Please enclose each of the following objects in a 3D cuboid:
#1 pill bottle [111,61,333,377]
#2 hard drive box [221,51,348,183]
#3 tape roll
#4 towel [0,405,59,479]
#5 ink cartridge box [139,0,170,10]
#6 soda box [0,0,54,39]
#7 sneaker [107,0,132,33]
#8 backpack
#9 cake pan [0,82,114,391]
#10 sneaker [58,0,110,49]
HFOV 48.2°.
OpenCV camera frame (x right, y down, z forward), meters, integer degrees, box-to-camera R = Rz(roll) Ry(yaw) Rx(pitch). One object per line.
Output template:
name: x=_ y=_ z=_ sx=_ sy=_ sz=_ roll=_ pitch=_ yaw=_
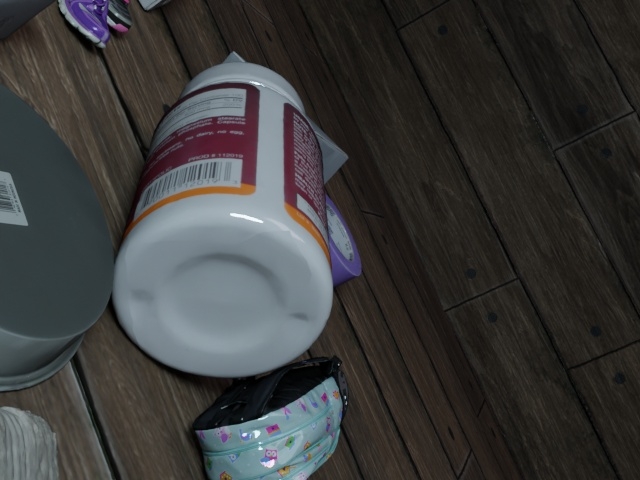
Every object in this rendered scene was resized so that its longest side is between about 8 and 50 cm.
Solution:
pill bottle: x=-0.105 y=-0.050 z=0.855 sx=0.224 sy=0.224 sz=0.392 roll=53 pitch=19 yaw=-31
hard drive box: x=-0.079 y=-0.217 z=1.318 sx=0.232 sy=0.089 sz=0.181 roll=47 pitch=11 yaw=22
tape roll: x=0.000 y=0.000 z=1.378 sx=0.189 sy=0.080 sz=0.189 roll=56 pitch=16 yaw=-25
towel: x=-0.162 y=0.218 z=0.338 sx=0.187 sy=0.049 sz=0.283 roll=112 pitch=-28 yaw=-70
ink cartridge box: x=-0.304 y=-0.518 z=1.217 sx=0.219 sy=0.092 sz=0.160 roll=57 pitch=17 yaw=-18
soda box: x=-0.340 y=-0.225 z=0.613 sx=0.091 sy=0.098 sz=0.286 roll=58 pitch=16 yaw=-13
sneaker: x=-0.299 y=-0.382 z=1.043 sx=0.063 sy=0.074 sz=0.171 roll=31 pitch=36 yaw=-63
backpack: x=-0.052 y=0.203 z=0.775 sx=0.115 sy=0.151 sz=0.182 roll=68 pitch=21 yaw=2
cake pan: x=-0.274 y=-0.025 z=0.583 sx=0.293 sy=0.054 sz=0.293 roll=55 pitch=18 yaw=-27
sneaker: x=-0.304 y=-0.330 z=0.950 sx=0.068 sy=0.071 sz=0.170 roll=37 pitch=31 yaw=-58
